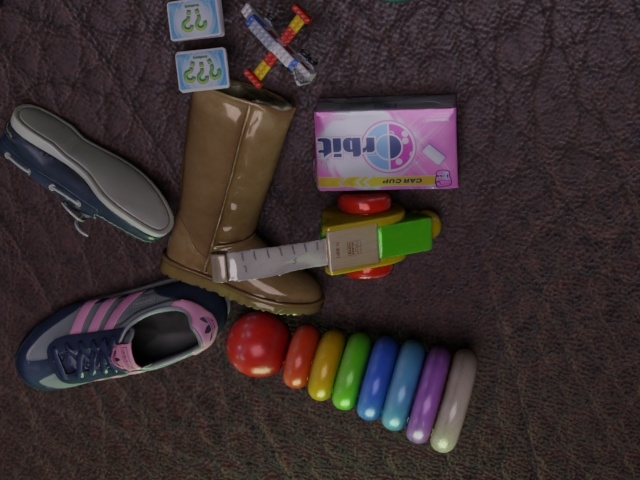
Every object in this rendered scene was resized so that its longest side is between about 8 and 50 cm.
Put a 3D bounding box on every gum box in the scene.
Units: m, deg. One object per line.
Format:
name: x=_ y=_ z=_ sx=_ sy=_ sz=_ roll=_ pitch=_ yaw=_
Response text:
gum box: x=0.080 y=-0.123 z=2.014 sx=0.188 sy=0.062 sz=0.107 roll=-1 pitch=112 yaw=6

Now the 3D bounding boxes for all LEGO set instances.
LEGO set: x=-0.090 y=-0.272 z=1.909 sx=0.244 sy=0.060 sz=0.182 roll=-1 pitch=99 yaw=30

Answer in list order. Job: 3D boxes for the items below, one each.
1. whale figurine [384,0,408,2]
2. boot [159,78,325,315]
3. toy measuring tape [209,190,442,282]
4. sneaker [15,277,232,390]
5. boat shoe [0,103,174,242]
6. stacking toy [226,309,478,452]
whale figurine: x=0.130 y=-0.389 z=1.856 sx=0.272 sy=0.141 sz=0.216 roll=-29 pitch=106 yaw=16
boot: x=-0.079 y=-0.053 z=2.047 sx=0.236 sy=0.089 sz=0.269 roll=16 pitch=112 yaw=-1
toy measuring tape: x=0.000 y=0.000 z=2.010 sx=0.330 sy=0.121 sz=0.121 roll=-10 pitch=115 yaw=-24
sneaker: x=-0.276 y=0.135 z=2.120 sx=0.319 sy=0.131 sz=0.112 roll=-22 pitch=109 yaw=14
boat shoe: x=-0.305 y=-0.072 z=2.053 sx=0.254 sy=0.095 sz=0.079 roll=34 pitch=123 yaw=-1
stacking toy: x=0.034 y=0.171 z=2.109 sx=0.330 sy=0.141 sz=0.141 roll=16 pitch=113 yaw=3
